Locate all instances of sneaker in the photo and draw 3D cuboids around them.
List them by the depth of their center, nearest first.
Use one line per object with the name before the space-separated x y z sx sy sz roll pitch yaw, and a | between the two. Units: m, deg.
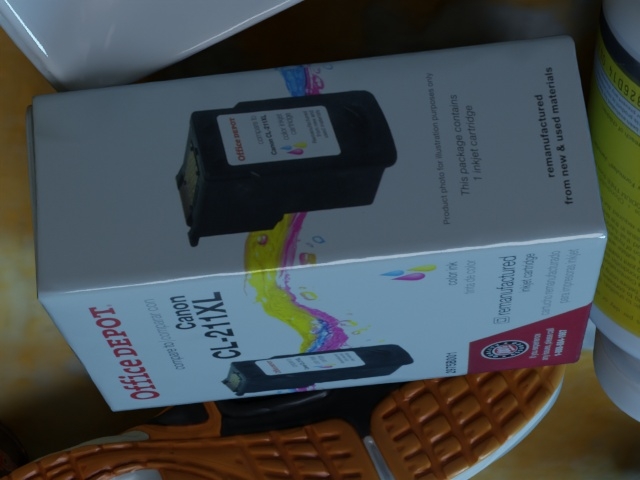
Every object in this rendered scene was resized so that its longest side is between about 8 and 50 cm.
sneaker | -0.020 0.097 0.685 0.262 0.099 0.121 -25 158 4

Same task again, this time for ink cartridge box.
ink cartridge box | 0.000 0.000 0.557 0.175 0.072 0.127 -7 158 2

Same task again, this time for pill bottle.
pill bottle | 0.143 -0.017 0.585 0.103 0.103 0.184 -6 134 -6

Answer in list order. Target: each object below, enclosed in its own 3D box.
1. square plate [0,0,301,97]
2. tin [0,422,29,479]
square plate | -0.002 -0.227 0.395 0.347 0.049 0.344 -24 132 12
tin | -0.215 0.123 0.694 0.190 0.040 0.106 -15 138 3
